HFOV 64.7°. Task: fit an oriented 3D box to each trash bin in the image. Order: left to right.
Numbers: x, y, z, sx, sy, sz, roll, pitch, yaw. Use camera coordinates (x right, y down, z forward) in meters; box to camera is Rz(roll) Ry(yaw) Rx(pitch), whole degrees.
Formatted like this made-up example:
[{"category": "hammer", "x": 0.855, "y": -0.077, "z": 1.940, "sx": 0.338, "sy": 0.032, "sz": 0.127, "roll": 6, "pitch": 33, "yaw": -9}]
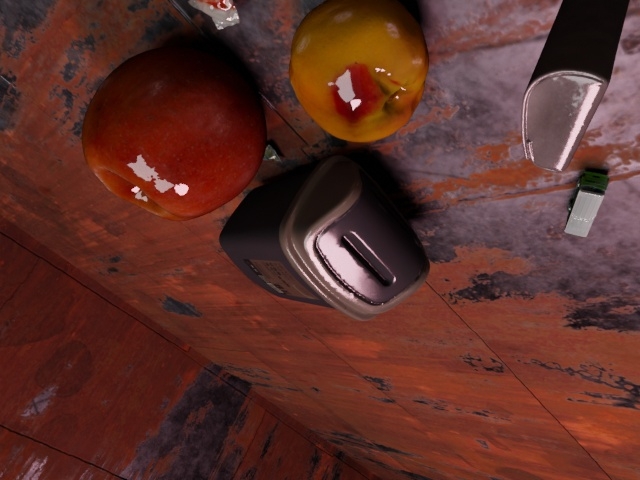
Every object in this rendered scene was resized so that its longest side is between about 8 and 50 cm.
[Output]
[{"category": "trash bin", "x": 0.000, "y": 0.000, "z": 0.742, "sx": 0.209, "sy": 0.182, "sz": 0.290, "roll": 44, "pitch": 153, "yaw": -29}]

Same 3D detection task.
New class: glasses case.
[{"category": "glasses case", "x": 0.180, "y": -0.135, "z": 0.345, "sx": 0.042, "sy": 0.191, "sz": 0.072, "roll": 16, "pitch": 145, "yaw": 24}]

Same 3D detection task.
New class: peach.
[{"category": "peach", "x": 0.033, "y": -0.168, "z": 0.489, "sx": 0.138, "sy": 0.138, "sz": 0.138, "roll": 21, "pitch": 151, "yaw": 12}]

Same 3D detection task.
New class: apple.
[{"category": "apple", "x": -0.183, "y": -0.135, "z": 0.656, "sx": 0.218, "sy": 0.201, "sz": 0.218, "roll": 23, "pitch": 159, "yaw": 9}]

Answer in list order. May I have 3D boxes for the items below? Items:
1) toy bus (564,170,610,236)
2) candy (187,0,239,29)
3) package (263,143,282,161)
[{"category": "toy bus", "x": 0.295, "y": -0.039, "z": 0.562, "sx": 0.031, "sy": 0.037, "sz": 0.083, "roll": 16, "pitch": 150, "yaw": 22}, {"category": "candy", "x": -0.104, "y": -0.313, "z": 0.438, "sx": 0.086, "sy": 0.059, "sz": 0.292, "roll": 22, "pitch": 152, "yaw": 4}, {"category": "package", "x": -0.108, "y": -0.137, "z": 0.774, "sx": 0.110, "sy": 0.015, "sz": 0.037, "roll": 10, "pitch": 152, "yaw": 32}]
